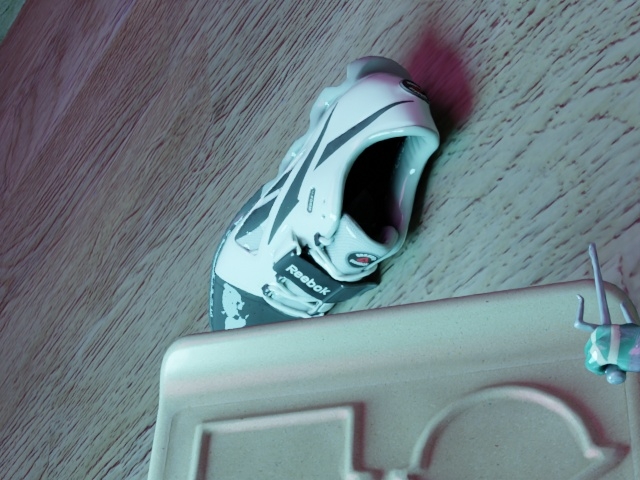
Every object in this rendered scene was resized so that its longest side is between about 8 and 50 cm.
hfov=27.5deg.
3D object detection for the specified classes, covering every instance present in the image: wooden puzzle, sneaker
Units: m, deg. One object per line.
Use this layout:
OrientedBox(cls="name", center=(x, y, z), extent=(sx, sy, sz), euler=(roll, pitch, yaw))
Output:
OrientedBox(cls="wooden puzzle", center=(0.044, 0.205, 0.771), extent=(0.322, 0.080, 0.348), euler=(-9, 54, 16))
OrientedBox(cls="sneaker", center=(0.000, 0.000, 1.196), extent=(0.330, 0.122, 0.146), euler=(-62, 28, 19))

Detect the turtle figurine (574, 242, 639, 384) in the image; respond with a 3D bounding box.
OrientedBox(cls="turtle figurine", center=(0.229, 0.069, 0.719), extent=(0.118, 0.175, 0.234), euler=(-16, 73, 54))
